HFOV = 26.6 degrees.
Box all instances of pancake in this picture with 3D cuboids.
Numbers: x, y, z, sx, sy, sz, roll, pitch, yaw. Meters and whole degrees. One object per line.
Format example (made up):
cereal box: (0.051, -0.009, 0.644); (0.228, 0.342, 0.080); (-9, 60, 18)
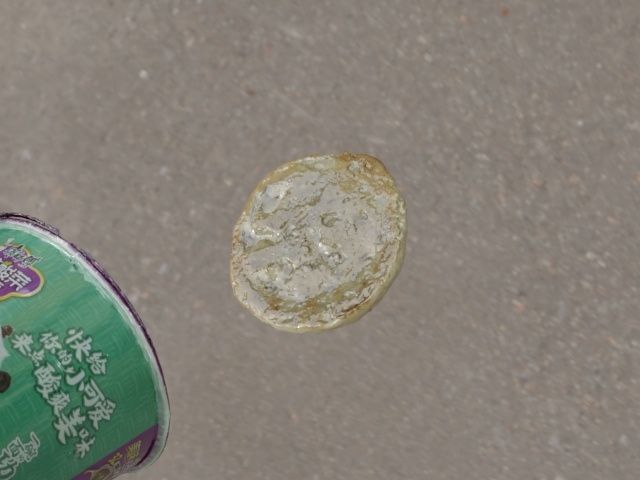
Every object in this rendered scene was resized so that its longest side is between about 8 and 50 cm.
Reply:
pancake: (0.000, 0.000, 1.008); (0.151, 0.025, 0.152); (-12, 62, 23)

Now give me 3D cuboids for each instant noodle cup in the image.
instant noodle cup: (-0.273, 0.130, 1.073); (0.251, 0.251, 0.190); (15, 36, 37)
